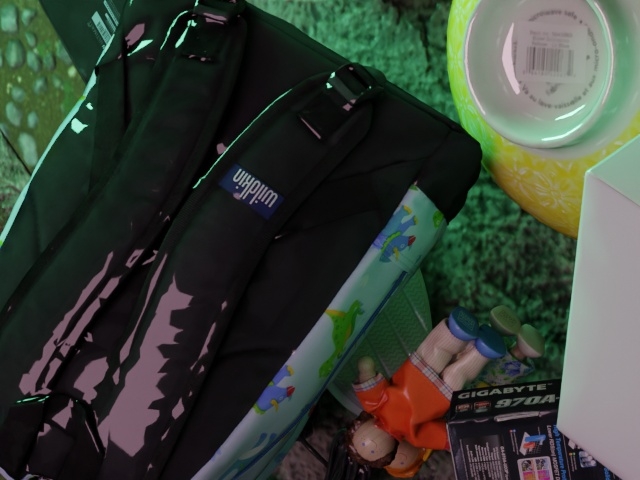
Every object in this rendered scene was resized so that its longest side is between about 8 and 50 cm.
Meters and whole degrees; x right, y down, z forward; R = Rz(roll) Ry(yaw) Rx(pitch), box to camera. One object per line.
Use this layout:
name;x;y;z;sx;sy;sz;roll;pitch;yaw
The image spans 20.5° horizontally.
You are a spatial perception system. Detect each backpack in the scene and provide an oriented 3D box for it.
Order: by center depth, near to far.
backpack;-0.092;0.037;1.239;0.290;0.273;0.355;28;75;13

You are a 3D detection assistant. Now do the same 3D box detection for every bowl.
bowl;0.183;-0.125;1.162;0.289;0.156;0.289;8;103;39

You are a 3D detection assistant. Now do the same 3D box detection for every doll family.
doll family;0.133;0.155;1.287;0.263;0.118;0.163;39;114;-4

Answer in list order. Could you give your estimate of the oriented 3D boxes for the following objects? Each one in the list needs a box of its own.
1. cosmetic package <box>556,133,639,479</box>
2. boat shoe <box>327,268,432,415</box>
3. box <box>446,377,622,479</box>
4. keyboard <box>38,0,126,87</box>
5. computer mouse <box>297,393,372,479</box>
cosmetic package;0.264;0.019;1.023;0.138;0.225;0.224;36;146;31
boat shoe;0.000;0.000;1.390;0.094;0.109;0.302;129;118;-75
box;0.189;0.200;1.201;0.175;0.051;0.220;-8;109;12
keyboard;-0.154;-0.197;1.514;0.201;0.033;0.317;-45;70;43
computer mouse;-0.037;0.130;1.463;0.262;0.060;0.184;50;145;27
